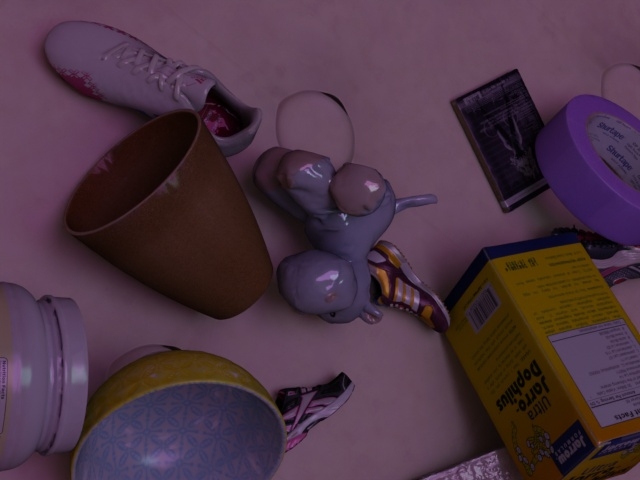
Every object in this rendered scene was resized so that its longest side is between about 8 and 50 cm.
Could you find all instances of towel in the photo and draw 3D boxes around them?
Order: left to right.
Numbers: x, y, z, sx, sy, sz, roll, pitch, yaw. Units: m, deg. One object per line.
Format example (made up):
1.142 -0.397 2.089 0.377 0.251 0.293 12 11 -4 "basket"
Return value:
0.286 0.430 1.724 0.282 0.049 0.187 -18 84 -10 "towel"

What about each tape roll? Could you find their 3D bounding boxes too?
0.514 -0.126 1.911 0.275 0.090 0.275 22 42 -22 "tape roll"

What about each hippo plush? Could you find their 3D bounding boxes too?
0.000 0.000 1.641 0.294 0.234 0.236 15 90 -66 "hippo plush"

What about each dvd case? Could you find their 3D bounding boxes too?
0.341 -0.180 1.934 0.164 0.018 0.221 -29 94 -31 "dvd case"

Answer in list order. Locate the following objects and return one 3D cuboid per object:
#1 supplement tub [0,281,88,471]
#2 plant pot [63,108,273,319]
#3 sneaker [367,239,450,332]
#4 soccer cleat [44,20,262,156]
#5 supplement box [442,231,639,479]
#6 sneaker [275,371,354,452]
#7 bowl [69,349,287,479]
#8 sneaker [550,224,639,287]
-0.467 0.165 1.311 0.325 0.235 0.235 3 79 -28 "supplement tub"
-0.187 -0.014 1.522 0.254 0.237 0.237 50 61 -31 "plant pot"
0.129 0.092 1.748 0.084 0.069 0.185 -43 95 -19 "sneaker"
-0.231 -0.233 1.565 0.331 0.143 0.116 27 69 -21 "soccer cleat"
0.369 0.192 1.702 0.194 0.195 0.356 -8 57 -29 "supplement box"
-0.026 0.246 1.631 0.178 0.072 0.077 -36 88 -34 "sneaker"
-0.203 0.243 1.466 0.289 0.289 0.156 8 34 -27 "bowl"
0.514 0.042 1.944 0.299 0.121 0.112 2 110 -30 "sneaker"
